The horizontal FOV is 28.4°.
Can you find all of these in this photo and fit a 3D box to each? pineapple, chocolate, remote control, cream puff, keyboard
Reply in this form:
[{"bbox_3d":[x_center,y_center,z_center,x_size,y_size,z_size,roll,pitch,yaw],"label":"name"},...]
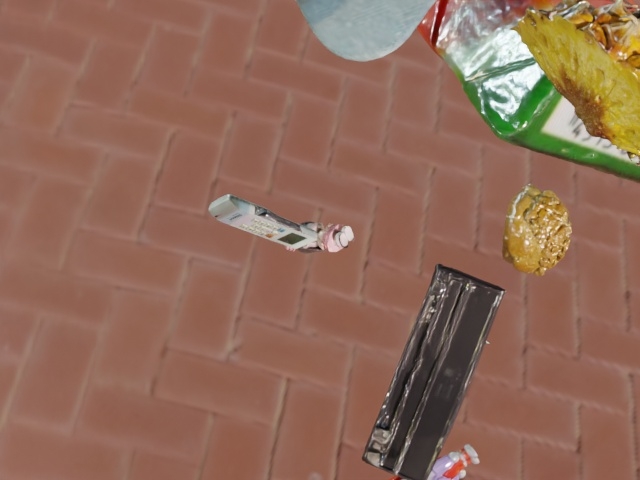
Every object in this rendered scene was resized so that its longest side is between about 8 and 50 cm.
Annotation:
[{"bbox_3d":[0.326,-0.193,1.258,0.164,0.140,0.250,-30,66,-5],"label":"pineapple"},{"bbox_3d":[0.320,-0.245,1.666,0.360,0.161,0.341,12,36,-39],"label":"chocolate"},{"bbox_3d":[-0.085,-0.030,1.921,0.166,0.065,0.029,21,62,-32],"label":"remote control"},{"bbox_3d":[0.340,-0.012,1.974,0.103,0.144,0.126,16,50,17],"label":"cream puff"},{"bbox_3d":[0.125,0.153,1.400,0.087,0.250,0.017,21,15,4],"label":"keyboard"}]

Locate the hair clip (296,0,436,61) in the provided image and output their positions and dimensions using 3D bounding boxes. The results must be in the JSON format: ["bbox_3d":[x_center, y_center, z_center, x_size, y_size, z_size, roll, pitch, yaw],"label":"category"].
[{"bbox_3d":[0.020,-0.269,0.654,0.318,0.392,0.238,-13,20,30],"label":"hair clip"}]

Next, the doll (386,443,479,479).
[{"bbox_3d":[0.130,0.370,1.838,0.227,0.102,0.075,-33,61,-6],"label":"doll"}]

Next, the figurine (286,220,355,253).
[{"bbox_3d":[0.000,0.000,2.245,0.129,0.054,0.072,6,43,42],"label":"figurine"}]
